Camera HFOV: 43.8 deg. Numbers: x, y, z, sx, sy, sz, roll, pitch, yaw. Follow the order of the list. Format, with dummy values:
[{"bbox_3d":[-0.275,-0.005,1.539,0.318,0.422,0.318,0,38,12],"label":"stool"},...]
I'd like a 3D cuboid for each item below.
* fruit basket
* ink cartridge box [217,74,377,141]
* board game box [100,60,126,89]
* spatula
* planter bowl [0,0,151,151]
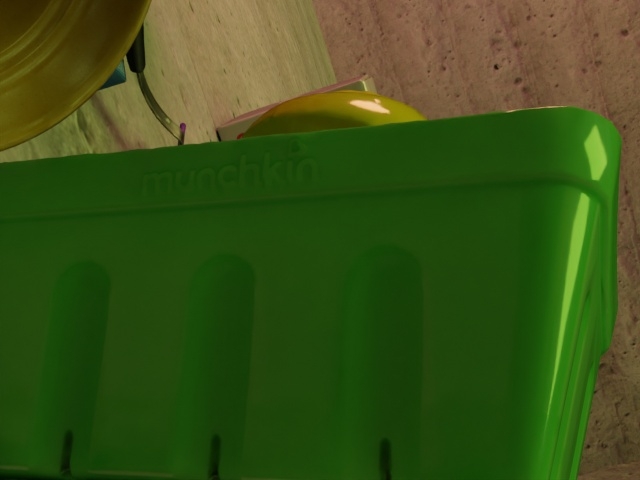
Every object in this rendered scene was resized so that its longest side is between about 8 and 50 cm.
[{"bbox_3d":[0.000,0.000,0.520,0.283,0.392,0.391,59,19,-55],"label":"fruit basket"},{"bbox_3d":[0.008,-0.057,1.091,0.121,0.211,0.289,-59,131,-74],"label":"ink cartridge box"},{"bbox_3d":[-0.220,-0.225,0.587,0.210,0.047,0.160,49,28,-68],"label":"board game box"},{"bbox_3d":[-0.145,-0.131,0.690,0.084,0.031,0.296,-94,179,-46],"label":"spatula"},{"bbox_3d":[-0.190,-0.154,0.391,0.090,0.217,0.217,38,-9,28],"label":"planter bowl"}]
